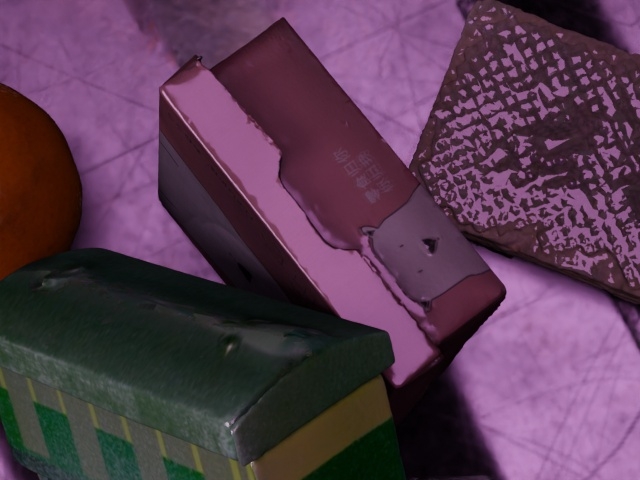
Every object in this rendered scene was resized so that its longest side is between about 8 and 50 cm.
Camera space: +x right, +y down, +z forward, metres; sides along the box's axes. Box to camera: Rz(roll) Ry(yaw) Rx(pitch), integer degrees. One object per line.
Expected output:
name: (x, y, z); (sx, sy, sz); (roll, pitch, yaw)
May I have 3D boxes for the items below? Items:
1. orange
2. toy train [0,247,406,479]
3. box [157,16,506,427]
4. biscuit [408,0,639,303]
orange: (-0.221, -0.023, 1.208); (0.156, 0.124, 0.156); (-6, 72, 18)
toy train: (-0.070, 0.120, 1.098); (0.120, 0.301, 0.202); (-30, 119, -34)
box: (0.000, 0.000, 1.148); (0.086, 0.215, 0.215); (-37, 80, -13)
biscuit: (0.187, -0.041, 1.230); (0.252, 0.052, 0.150); (23, 80, 6)
